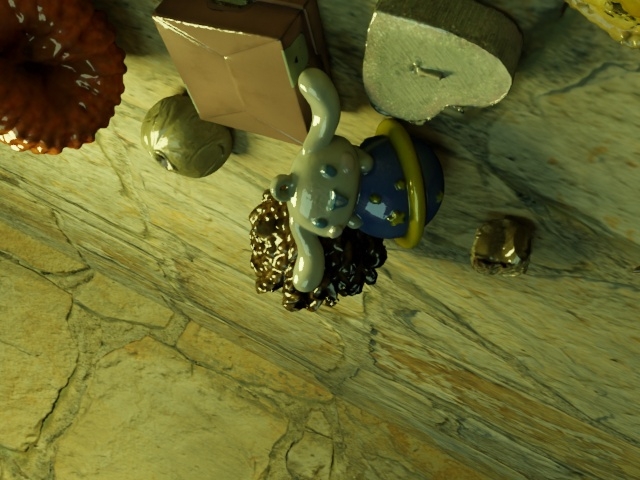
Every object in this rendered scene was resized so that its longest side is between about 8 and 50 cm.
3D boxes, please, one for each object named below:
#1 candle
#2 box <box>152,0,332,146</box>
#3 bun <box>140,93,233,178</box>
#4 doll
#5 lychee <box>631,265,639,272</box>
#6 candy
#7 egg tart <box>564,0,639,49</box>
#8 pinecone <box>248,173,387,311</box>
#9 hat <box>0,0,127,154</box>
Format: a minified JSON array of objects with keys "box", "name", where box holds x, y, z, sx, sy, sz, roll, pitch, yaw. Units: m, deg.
[{"box":[0.118,-0.214,0.677,0.192,0.068,0.168,-2,145,46],"name":"candle"},{"box":[-0.095,-0.241,0.827,0.215,0.086,0.215,18,155,21],"name":"box"},{"box":[-0.249,-0.176,1.081,0.166,0.113,0.173,17,155,24],"name":"bun"},{"box":[0.050,-0.107,0.839,0.242,0.160,0.311,-11,124,1],"name":"doll"},{"box":[0.443,0.006,0.643,0.165,0.165,0.197,39,127,-22],"name":"lychee"},{"box":[0.281,0.016,0.937,0.095,0.085,0.110,10,160,22],"name":"candy"},{"box":[0.266,-0.244,0.417,0.290,0.107,0.291,23,154,12],"name":"egg tart"},{"box":[0.000,0.006,1.032,0.257,0.244,0.243,14,157,-10],"name":"pinecone"},{"box":[-0.493,-0.325,0.996,0.400,0.285,0.285,43,172,47],"name":"hat"}]
